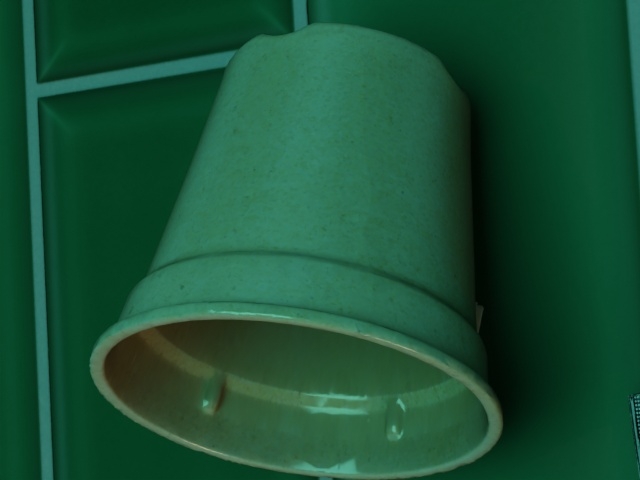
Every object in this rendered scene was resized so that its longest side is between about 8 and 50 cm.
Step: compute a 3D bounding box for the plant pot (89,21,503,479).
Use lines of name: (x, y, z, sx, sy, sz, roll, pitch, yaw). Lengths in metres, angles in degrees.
plant pot: (0.000, 0.000, 1.337, 0.333, 0.334, 0.306, -7, 58, 28)

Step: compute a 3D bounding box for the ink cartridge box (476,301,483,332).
ink cartridge box: (0.111, 0.074, 1.437, 0.083, 0.028, 0.048, 12, 93, 30)

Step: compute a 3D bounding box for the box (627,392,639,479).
box: (0.357, 0.204, 1.287, 0.190, 0.045, 0.184, -9, 85, 28)
